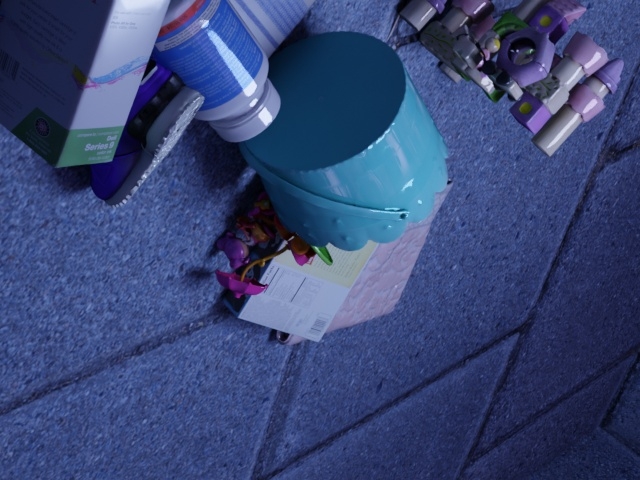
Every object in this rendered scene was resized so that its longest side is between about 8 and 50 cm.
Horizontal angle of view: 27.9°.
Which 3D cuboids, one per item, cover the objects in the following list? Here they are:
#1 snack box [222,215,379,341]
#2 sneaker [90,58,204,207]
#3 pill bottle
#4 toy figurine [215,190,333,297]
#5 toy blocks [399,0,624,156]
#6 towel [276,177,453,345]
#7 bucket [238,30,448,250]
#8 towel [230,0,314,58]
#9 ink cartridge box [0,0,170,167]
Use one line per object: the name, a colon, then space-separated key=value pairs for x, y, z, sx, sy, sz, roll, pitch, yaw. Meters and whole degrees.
snack box: x=0.000 y=0.000 z=2.071 sx=0.187 sy=0.060 sz=0.322 roll=22 pitch=105 yaw=-42
sneaker: x=-0.243 y=-0.147 z=1.533 sx=0.102 sy=0.146 sz=0.293 roll=-54 pitch=-173 yaw=-29
pill bottle: x=-0.138 y=-0.220 z=1.525 sx=0.124 sy=0.124 sz=0.221 roll=-47 pitch=132 yaw=-11
toy figurine: x=-0.093 y=0.008 z=1.934 sx=0.159 sy=0.173 sz=0.130 roll=-34 pitch=167 yaw=6
toy blocks: x=0.321 y=-0.339 z=1.987 sx=0.260 sy=0.288 sz=0.309 roll=-48 pitch=151 yaw=3
towel: x=0.082 y=0.030 z=2.298 sx=0.332 sy=0.053 sz=0.317 roll=-11 pitch=132 yaw=-51
bucket: x=0.027 y=-0.141 z=1.787 sx=0.281 sy=0.281 sz=0.183 roll=-46 pitch=143 yaw=-12
towel: x=-0.094 y=-0.301 z=1.662 sx=0.285 sy=0.034 sz=0.209 roll=-51 pitch=155 yaw=0
ink cartridge box: x=-0.266 y=-0.208 z=1.372 sx=0.093 sy=0.154 sz=0.212 roll=-12 pitch=132 yaw=-51
